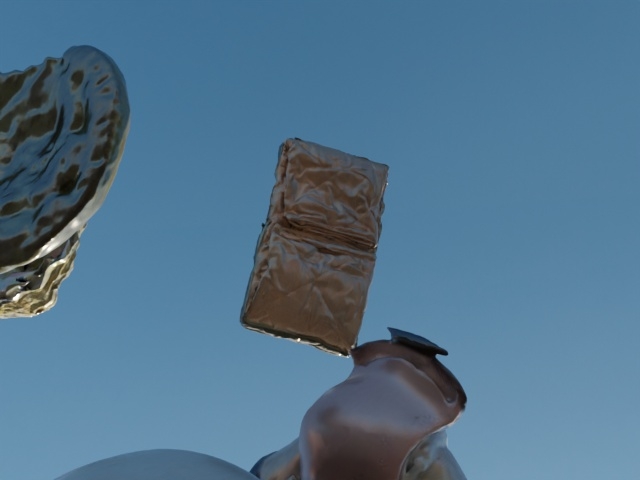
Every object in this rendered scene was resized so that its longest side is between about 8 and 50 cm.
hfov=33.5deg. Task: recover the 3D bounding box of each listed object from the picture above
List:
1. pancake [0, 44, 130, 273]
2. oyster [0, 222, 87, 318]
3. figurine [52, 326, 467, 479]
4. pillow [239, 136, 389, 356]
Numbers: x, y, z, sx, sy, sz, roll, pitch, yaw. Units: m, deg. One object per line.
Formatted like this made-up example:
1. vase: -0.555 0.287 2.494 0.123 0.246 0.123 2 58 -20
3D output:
1. pancake: -0.242 -0.057 0.817 0.236 0.222 0.042 -26 -40 14
2. oyster: -0.307 0.003 1.212 0.133 0.072 0.209 12 -104 40
3. figurine: -0.063 0.213 0.668 0.253 0.361 0.211 2 -69 51
4. pillow: 0.000 0.000 1.082 0.126 0.232 0.043 19 -32 -13
